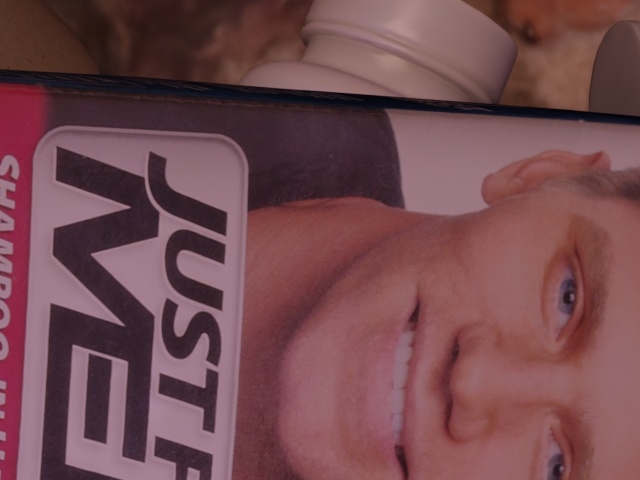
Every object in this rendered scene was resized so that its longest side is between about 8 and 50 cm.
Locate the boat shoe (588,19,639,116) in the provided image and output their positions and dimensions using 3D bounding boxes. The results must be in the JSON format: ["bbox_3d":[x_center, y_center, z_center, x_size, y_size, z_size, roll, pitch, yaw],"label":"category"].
[{"bbox_3d":[0.136,-0.016,0.757,0.040,0.049,0.142,-1,72,-24],"label":"boat shoe"}]

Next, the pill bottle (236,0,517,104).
[{"bbox_3d":[0.000,0.000,0.741,0.108,0.108,0.193,22,81,14],"label":"pill bottle"}]

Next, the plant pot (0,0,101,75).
[{"bbox_3d":[-0.185,-0.015,0.719,0.191,0.284,0.284,5,76,-24],"label":"plant pot"}]

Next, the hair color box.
[{"bbox_3d":[-0.010,0.039,0.615,0.347,0.105,0.173,1,95,-31],"label":"hair color box"}]
